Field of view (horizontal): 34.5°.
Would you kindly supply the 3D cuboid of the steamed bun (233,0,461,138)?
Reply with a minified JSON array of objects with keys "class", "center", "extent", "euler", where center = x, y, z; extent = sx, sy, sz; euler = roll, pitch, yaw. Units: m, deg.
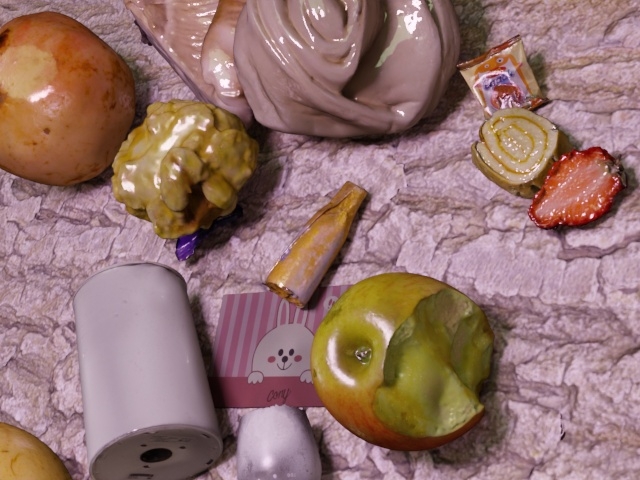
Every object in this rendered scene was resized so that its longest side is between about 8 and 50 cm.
[{"class":"steamed bun","center":[0.031,-0.341,1.630],"extent":[0.368,0.255,0.342],"euler":[-8,68,6]}]

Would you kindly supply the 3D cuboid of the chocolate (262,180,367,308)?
[{"class":"chocolate","center":[0.000,0.000,1.648],"extent":[0.086,0.085,0.219],"euler":[23,73,39]}]

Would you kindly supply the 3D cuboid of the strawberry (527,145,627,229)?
[{"class":"strawberry","center":[0.359,-0.072,1.447],"extent":[0.152,0.048,0.104],"euler":[-32,84,13]}]

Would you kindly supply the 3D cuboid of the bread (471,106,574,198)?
[{"class":"bread","center":[0.294,-0.132,1.523],"extent":[0.117,0.064,0.156],"euler":[-46,49,0]}]

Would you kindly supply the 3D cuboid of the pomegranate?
[{"class":"pomegranate","center":[-0.517,-0.273,1.986],"extent":[0.343,0.342,0.342],"euler":[-15,59,27]}]

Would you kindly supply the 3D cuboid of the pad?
[{"class":"pad","center":[-0.053,0.169,1.638],"extent":[0.300,0.005,0.202],"euler":[-5,64,32]}]

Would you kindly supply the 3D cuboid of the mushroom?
[{"class":"mushroom","center":[-0.149,-0.387,1.880],"extent":[0.314,0.224,0.397],"euler":[-36,57,-2]}]

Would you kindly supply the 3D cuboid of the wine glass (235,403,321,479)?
[{"class":"wine glass","center":[-0.054,0.361,1.464],"extent":[0.126,0.126,0.241],"euler":[-21,58,24]}]

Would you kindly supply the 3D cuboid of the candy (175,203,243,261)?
[{"class":"candy","center":[-0.228,-0.099,1.851],"extent":[0.145,0.070,0.275],"euler":[-29,54,10]}]

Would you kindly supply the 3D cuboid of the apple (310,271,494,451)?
[{"class":"apple","center":[0.110,0.161,1.390],"extent":[0.246,0.226,0.246],"euler":[-15,62,29]}]

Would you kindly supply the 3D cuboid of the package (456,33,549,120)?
[{"class":"package","center":[0.280,-0.238,1.577],"extent":[0.108,0.031,0.120],"euler":[-25,87,21]}]

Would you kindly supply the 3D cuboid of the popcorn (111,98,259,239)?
[{"class":"popcorn","center":[-0.226,-0.129,1.727],"extent":[0.256,0.195,0.255],"euler":[-17,50,6]}]

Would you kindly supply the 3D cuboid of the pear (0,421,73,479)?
[{"class":"pear","center":[-0.545,0.455,1.623],"extent":[0.348,0.348,0.348],"euler":[-15,59,27]}]

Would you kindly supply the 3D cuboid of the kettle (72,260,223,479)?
[{"class":"kettle","center":[-0.286,0.229,1.666],"extent":[0.205,0.265,0.318],"euler":[-13,55,-9]}]
